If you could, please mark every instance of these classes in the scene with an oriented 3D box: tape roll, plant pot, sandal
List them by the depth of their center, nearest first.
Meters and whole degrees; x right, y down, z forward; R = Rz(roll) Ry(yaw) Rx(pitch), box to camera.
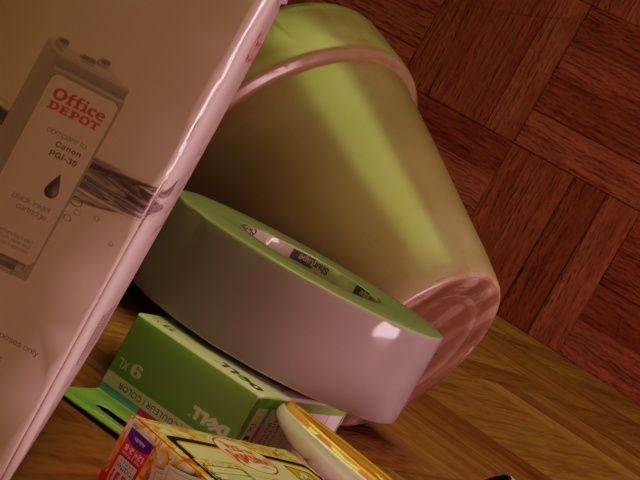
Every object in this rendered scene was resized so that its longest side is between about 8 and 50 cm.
[{"bbox_3d":[0.090,0.174,0.961,0.265,0.076,0.102,41,2,-7],"label":"sandal"},{"bbox_3d":[-0.023,0.047,1.082,0.219,0.072,0.219,28,4,-2],"label":"tape roll"},{"bbox_3d":[0.000,0.000,1.325,0.280,0.323,0.323,52,17,29],"label":"plant pot"}]

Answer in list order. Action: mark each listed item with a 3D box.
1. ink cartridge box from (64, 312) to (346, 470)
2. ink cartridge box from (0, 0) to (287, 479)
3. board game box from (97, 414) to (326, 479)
[{"bbox_3d":[-0.074,0.104,1.011,0.109,0.062,0.209,32,6,25],"label":"ink cartridge box"},{"bbox_3d":[-0.136,-0.035,0.794,0.117,0.283,0.207,29,5,-4],"label":"ink cartridge box"},{"bbox_3d":[-0.009,0.171,0.818,0.193,0.045,0.147,34,7,40],"label":"board game box"}]
